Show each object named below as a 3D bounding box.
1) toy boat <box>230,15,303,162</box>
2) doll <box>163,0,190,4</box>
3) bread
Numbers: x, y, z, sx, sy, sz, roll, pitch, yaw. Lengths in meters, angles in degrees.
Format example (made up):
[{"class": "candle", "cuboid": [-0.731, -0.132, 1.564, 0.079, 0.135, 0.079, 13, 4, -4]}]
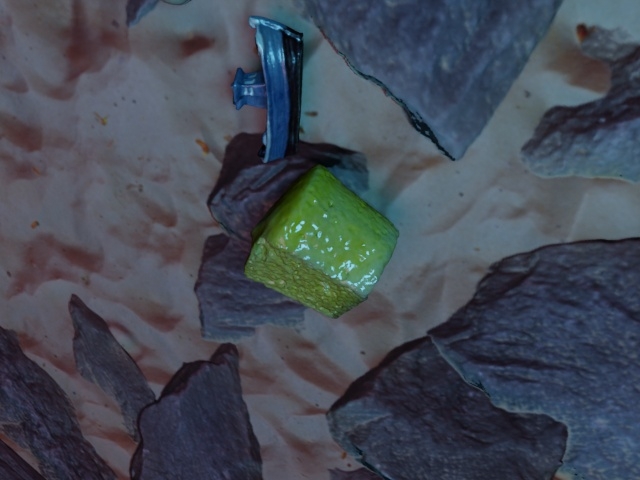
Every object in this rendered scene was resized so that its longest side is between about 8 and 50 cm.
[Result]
[{"class": "toy boat", "cuboid": [-0.046, -0.130, 0.767, 0.060, 0.060, 0.137, 4, 134, -1]}, {"class": "doll", "cuboid": [-0.153, -0.298, 0.654, 0.154, 0.113, 0.275, -5, 124, 36]}, {"class": "bread", "cuboid": [0.000, 0.000, 0.812, 0.114, 0.111, 0.129, 35, 157, -7]}]
